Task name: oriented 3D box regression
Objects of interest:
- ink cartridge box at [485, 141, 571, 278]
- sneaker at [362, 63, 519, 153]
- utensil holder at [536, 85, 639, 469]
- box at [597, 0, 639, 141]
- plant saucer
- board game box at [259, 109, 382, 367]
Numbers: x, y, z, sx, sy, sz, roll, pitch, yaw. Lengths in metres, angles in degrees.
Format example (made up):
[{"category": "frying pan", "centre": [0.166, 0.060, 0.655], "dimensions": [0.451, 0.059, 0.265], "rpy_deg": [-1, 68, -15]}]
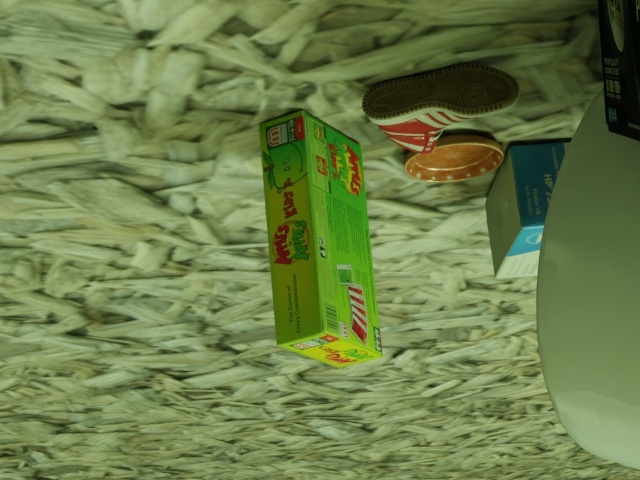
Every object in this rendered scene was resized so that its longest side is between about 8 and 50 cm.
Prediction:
[{"category": "ink cartridge box", "centre": [0.269, -0.030, 1.417], "dimensions": [0.231, 0.078, 0.134], "rpy_deg": [-4, 160, -5]}, {"category": "sneaker", "centre": [0.097, -0.098, 1.236], "dimensions": [0.118, 0.042, 0.067], "rpy_deg": [-4, 158, 20]}, {"category": "utensil holder", "centre": [0.383, 0.036, 1.068], "dimensions": [0.385, 0.328, 0.327], "rpy_deg": [11, 174, 39]}, {"category": "box", "centre": [0.209, -0.132, 0.925], "dimensions": [0.077, 0.147, 0.180], "rpy_deg": [-5, -172, 0]}, {"category": "plant saucer", "centre": [0.110, -0.069, 1.362], "dimensions": [0.083, 0.013, 0.083], "rpy_deg": [-4, 160, -1]}, {"category": "board game box", "centre": [0.000, 0.000, 1.277], "dimensions": [0.043, 0.181, 0.092], "rpy_deg": [-16, 158, 27]}]
